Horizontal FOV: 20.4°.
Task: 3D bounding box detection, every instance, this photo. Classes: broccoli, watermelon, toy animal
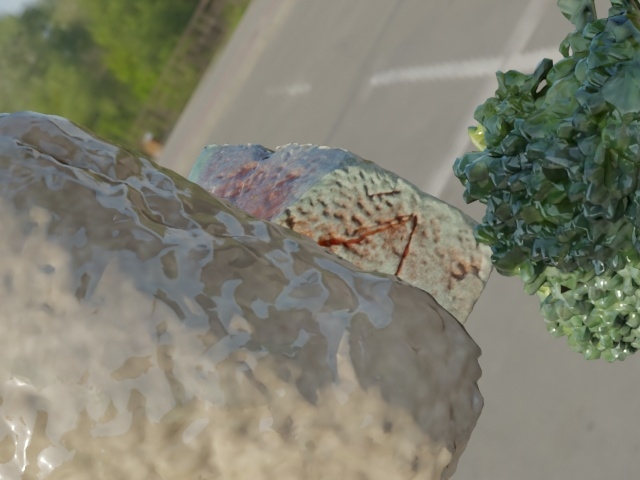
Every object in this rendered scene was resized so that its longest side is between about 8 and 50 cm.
[{"bbox_3d":[0.262,-0.047,1.065,0.277,0.338,0.317,117,178,-61],"label":"broccoli"},{"bbox_3d":[0.000,0.000,1.334,0.201,0.213,0.261,-50,23,28],"label":"watermelon"},{"bbox_3d":[-0.115,0.066,0.834,0.188,0.358,0.226,-40,-27,-54],"label":"toy animal"}]
